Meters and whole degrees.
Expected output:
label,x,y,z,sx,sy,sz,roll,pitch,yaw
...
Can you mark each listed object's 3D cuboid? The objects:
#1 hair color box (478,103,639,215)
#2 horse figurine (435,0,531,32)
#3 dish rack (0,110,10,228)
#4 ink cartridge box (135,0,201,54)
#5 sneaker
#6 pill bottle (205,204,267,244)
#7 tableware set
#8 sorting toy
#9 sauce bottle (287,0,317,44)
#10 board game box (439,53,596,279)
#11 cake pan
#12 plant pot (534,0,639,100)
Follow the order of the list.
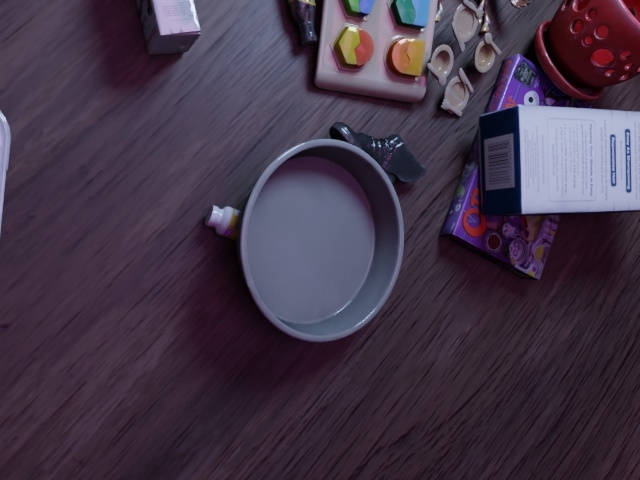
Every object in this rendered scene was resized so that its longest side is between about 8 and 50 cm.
label,x,y,z,sx,sy,sz,roll,pitch,yaw
hair color box,0.441,-0.131,1.059,0.347,0.105,0.173,-2,92,-24
horse figurine,0.228,-0.446,1.034,0.263,0.066,0.174,-1,97,-22
dish rack,-0.521,-0.025,0.702,0.286,0.072,0.332,5,89,-25
ink cartridge box,-0.209,-0.325,0.820,0.056,0.099,0.135,-15,96,-23
sneaker,0.093,-0.143,0.985,0.170,0.051,0.089,47,73,-22
pill bottle,-0.121,-0.022,0.891,0.083,0.043,0.043,21,82,-22
tableware set,0.236,-0.300,1.029,0.141,0.020,0.168,37,83,-43
sorting toy,0.094,-0.329,0.960,0.193,0.038,0.208,3,103,-22
sauce bottle,-0.029,-0.361,0.933,0.042,0.042,0.128,-16,98,-23
board game box,0.358,-0.127,1.105,0.208,0.056,0.346,24,81,-18
cake pan,0.000,0.000,0.911,0.293,0.054,0.293,-3,95,-36
plant pot,0.483,-0.354,1.070,0.191,0.174,0.191,15,60,-28
